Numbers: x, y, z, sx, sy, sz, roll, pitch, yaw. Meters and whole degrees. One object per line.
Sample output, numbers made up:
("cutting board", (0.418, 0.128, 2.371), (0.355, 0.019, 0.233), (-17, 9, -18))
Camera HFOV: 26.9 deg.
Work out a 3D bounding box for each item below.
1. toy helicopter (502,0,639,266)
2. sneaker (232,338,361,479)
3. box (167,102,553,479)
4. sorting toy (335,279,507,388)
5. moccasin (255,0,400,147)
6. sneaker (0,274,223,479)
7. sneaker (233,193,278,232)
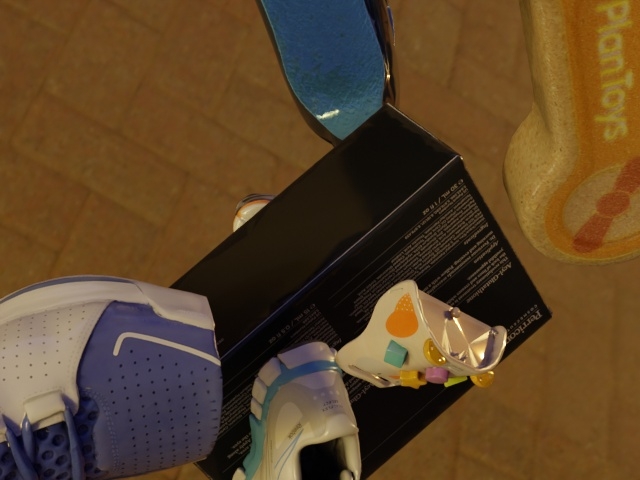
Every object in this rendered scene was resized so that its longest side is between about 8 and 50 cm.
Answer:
("toy helicopter", (0.109, -0.120, 0.451), (0.235, 0.355, 0.140), (-15, 48, 1))
("sneaker", (-0.011, 0.157, 0.852), (0.071, 0.191, 0.083), (-14, 46, -20))
("box", (0.010, 0.063, 0.937), (0.184, 0.261, 0.103), (54, -6, -39))
("sorting toy", (0.051, 0.064, 0.749), (0.083, 0.075, 0.045), (27, 52, -39))
("moccasin", (-0.004, -0.214, 1.198), (0.117, 0.137, 0.342), (56, 24, -58))
("sneaker", (-0.202, 0.120, 0.643), (0.315, 0.127, 0.182), (-3, 35, -8))
("sneaker", (0.000, 0.000, 1.486), (0.215, 0.084, 0.083), (26, 12, -20))
